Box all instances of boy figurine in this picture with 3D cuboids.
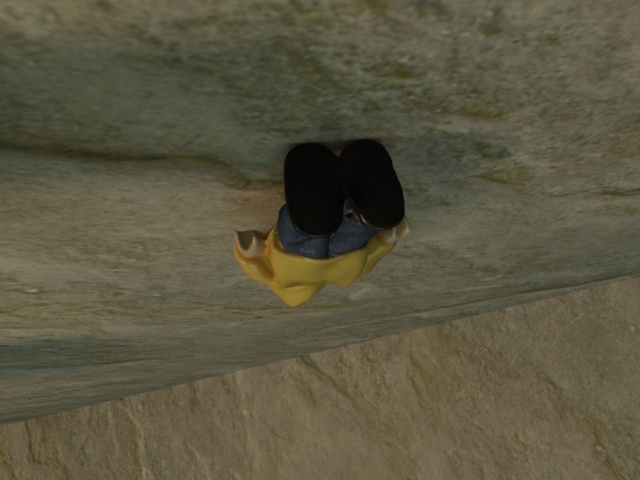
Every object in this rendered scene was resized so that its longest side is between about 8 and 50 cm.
[{"bbox_3d":[0.000,0.000,0.668,0.177,0.092,0.285,-7,165,-13],"label":"boy figurine"}]
